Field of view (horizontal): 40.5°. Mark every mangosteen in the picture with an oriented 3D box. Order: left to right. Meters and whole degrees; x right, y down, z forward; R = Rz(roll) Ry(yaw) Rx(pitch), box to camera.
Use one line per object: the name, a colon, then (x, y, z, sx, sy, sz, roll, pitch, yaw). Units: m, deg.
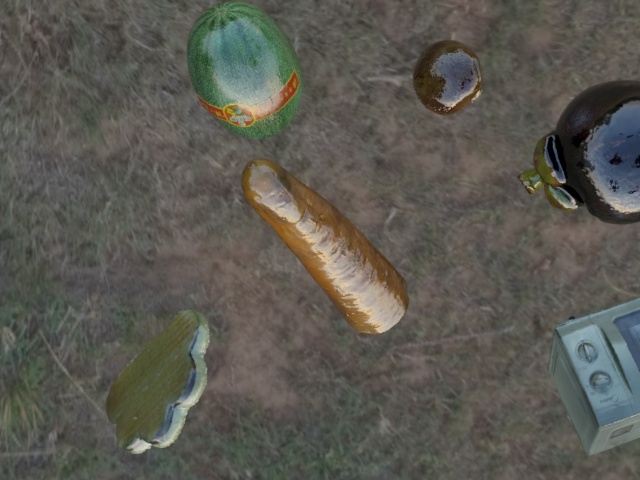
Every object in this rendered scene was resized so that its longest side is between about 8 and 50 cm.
mangosteen: (0.510, -0.148, 1.588, 0.302, 0.275, 0.275, -16, 116, 25)

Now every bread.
bread: (-0.272, 0.258, 1.480, 0.056, 0.207, 0.286, 23, 128, -36)

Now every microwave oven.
microwave oven: (0.362, 0.127, 0.938, 0.204, 0.129, 0.163, -19, 154, 1)

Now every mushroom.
mushroom: (0.208, -0.269, 1.433, 0.087, 0.127, 0.127, -28, 120, -49)

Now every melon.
melon: (-0.122, -0.276, 1.468, 0.182, 0.182, 0.288, -37, 148, -3)

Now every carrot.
carrot: (0.000, 0.000, 0.638, 0.061, 0.061, 0.210, -43, 139, -1)
